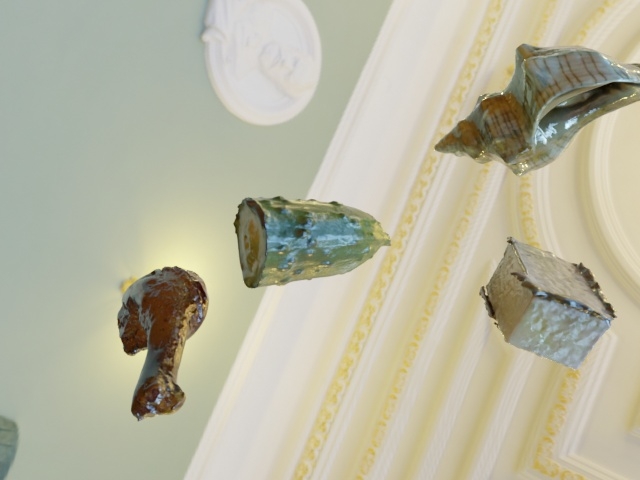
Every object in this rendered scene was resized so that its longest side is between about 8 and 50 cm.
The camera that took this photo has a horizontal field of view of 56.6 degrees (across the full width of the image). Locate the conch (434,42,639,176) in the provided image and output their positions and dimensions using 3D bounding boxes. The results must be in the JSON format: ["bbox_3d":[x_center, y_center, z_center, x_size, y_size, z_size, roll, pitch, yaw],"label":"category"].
[{"bbox_3d":[0.343,-0.218,0.875,0.386,0.203,0.170,-34,-107,26],"label":"conch"}]

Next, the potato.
[{"bbox_3d":[0.182,0.049,0.491,0.122,0.086,0.061,-67,177,-69],"label":"potato"}]

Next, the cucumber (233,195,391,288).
[{"bbox_3d":[0.001,-0.001,0.863,0.134,0.244,0.135,6,-83,62],"label":"cucumber"}]

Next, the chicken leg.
[{"bbox_3d":[-0.222,0.110,0.811,0.158,0.095,0.407,-58,-158,-2],"label":"chicken leg"}]
